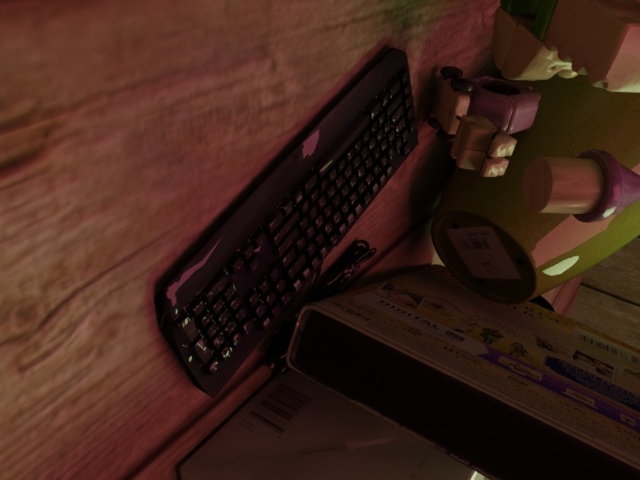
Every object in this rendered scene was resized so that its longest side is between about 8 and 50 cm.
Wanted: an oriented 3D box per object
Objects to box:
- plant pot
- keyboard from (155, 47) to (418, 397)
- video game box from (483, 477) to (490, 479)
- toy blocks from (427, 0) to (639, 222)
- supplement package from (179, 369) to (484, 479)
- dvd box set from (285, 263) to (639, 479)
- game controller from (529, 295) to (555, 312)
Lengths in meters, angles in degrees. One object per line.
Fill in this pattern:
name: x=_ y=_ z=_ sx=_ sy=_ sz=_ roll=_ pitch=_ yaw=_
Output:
plant pot: x=0.271 y=-0.071 z=0.738 sx=0.293 sy=0.275 sz=0.274 roll=-42 pitch=145 yaw=-24
keyboard: x=0.000 y=0.000 z=0.524 sx=0.317 sy=0.033 sz=0.201 roll=-50 pitch=149 yaw=-28
video game box: x=0.154 y=0.252 z=0.803 sx=0.187 sy=0.205 sz=0.048 roll=6 pitch=104 yaw=-62
toy blocks: x=0.279 y=-0.173 z=0.501 sx=0.288 sy=0.260 sz=0.309 roll=-106 pitch=-160 yaw=-52
supplement package: x=0.015 y=0.278 z=0.578 sx=0.199 sy=0.198 sz=0.262 roll=-37 pitch=140 yaw=-45
dvd box set: x=0.191 y=0.122 z=0.623 sx=0.420 sy=0.308 sz=0.062 roll=-7 pitch=119 yaw=-66
game controller: x=0.217 y=0.136 z=0.871 sx=0.319 sy=0.166 sz=0.067 roll=-37 pitch=145 yaw=-45
